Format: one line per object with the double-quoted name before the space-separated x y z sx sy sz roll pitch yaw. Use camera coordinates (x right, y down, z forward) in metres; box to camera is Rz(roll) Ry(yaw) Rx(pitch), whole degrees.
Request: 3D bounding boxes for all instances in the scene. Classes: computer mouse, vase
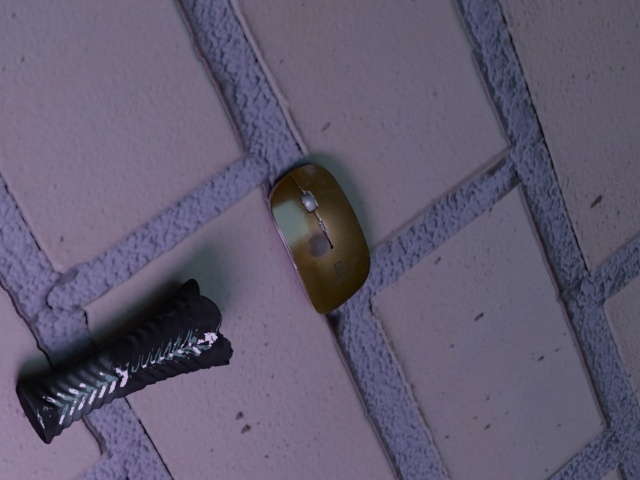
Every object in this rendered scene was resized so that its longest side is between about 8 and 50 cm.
"computer mouse" 0.001 0.001 2.039 0.102 0.045 0.199 -36 124 -22
"vase" -0.227 0.144 1.903 0.237 0.115 0.115 -27 120 -18
